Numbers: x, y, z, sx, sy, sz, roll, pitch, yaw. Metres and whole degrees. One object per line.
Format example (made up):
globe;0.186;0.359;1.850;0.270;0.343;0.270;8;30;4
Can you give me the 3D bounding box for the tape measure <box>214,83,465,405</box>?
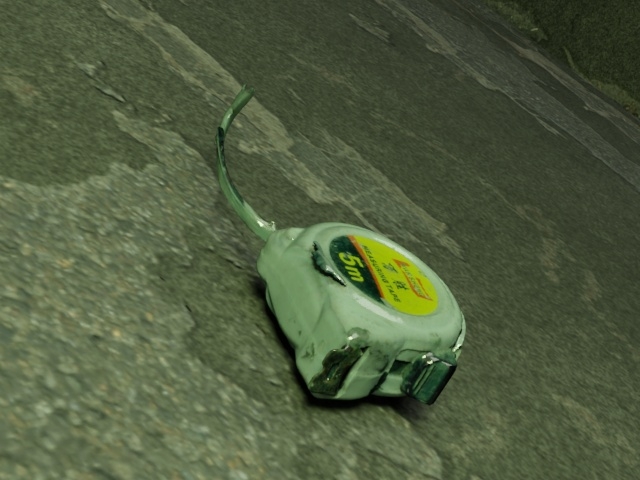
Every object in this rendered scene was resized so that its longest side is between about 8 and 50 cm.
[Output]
tape measure;-0.001;0.001;0.815;0.164;0.084;0.330;19;27;-34
